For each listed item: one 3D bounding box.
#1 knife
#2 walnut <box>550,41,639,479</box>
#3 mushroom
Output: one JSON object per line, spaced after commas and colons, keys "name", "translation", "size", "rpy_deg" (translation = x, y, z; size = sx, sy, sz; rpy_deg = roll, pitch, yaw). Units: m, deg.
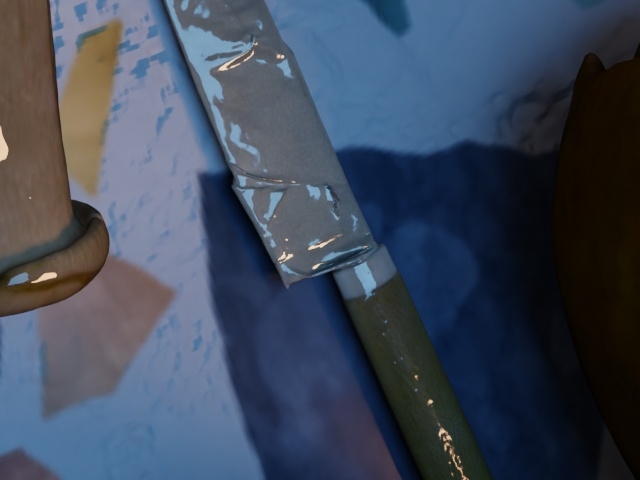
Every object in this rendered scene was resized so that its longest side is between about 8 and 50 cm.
{"name": "knife", "translation": [0.001, 0.000, 0.629], "size": [0.047, 0.017, 0.298], "rpy_deg": [-29, 106, -16]}
{"name": "walnut", "translation": [0.204, 0.047, 0.639], "size": [0.209, 0.209, 0.336], "rpy_deg": [-28, 113, -23]}
{"name": "mushroom", "translation": [-0.123, -0.098, 0.518], "size": [0.096, 0.108, 0.247], "rpy_deg": [-5, 94, 7]}
